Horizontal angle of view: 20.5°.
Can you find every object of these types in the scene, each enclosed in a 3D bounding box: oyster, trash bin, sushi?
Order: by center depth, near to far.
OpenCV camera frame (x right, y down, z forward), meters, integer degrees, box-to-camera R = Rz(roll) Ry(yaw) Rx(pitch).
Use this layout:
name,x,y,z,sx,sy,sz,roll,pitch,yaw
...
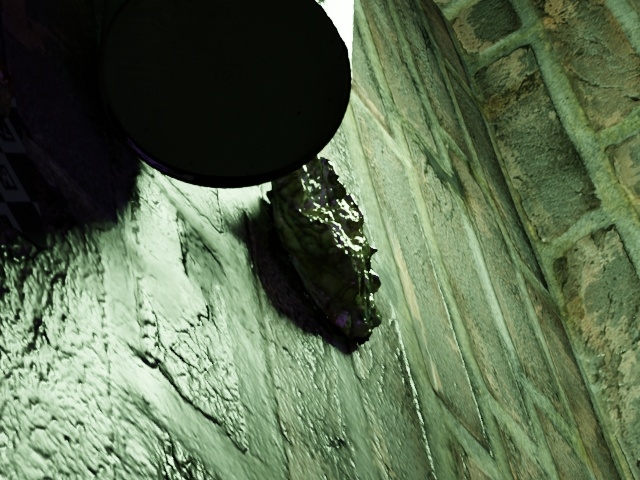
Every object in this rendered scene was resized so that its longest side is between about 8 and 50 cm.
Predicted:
name,x,y,z,sx,sy,sz,roll,pitch,yaw
sushi,-0.285,-0.133,1.388,0.231,0.047,0.220,42,21,-46
trash bin,-0.093,-0.264,1.850,0.280,0.280,0.432,50,19,-26
oyster,0.009,-0.002,2.004,0.260,0.092,0.198,57,18,-16
